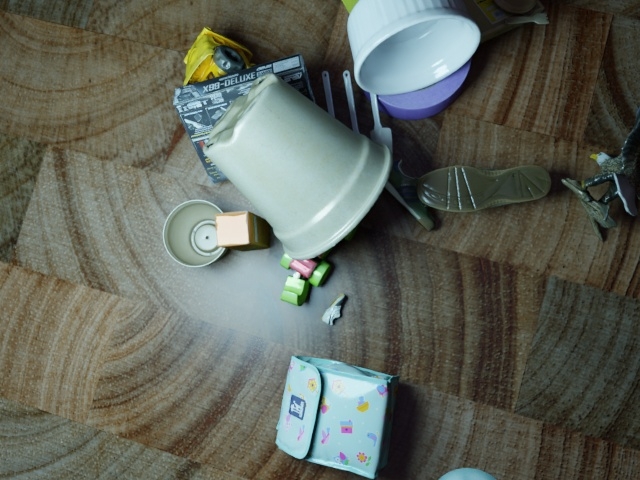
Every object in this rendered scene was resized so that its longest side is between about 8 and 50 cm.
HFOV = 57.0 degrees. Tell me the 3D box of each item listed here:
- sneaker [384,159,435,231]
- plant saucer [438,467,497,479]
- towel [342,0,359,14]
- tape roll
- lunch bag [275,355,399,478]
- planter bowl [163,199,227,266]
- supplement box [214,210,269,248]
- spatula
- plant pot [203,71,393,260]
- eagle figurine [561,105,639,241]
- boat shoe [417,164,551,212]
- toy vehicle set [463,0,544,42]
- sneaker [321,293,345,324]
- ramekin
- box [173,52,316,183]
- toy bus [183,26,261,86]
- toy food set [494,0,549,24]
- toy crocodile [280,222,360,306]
[{"bbox_3d":[0.225,-0.116,1.424,0.086,0.064,0.192,-44,78,5],"label":"sneaker"},{"bbox_3d":[0.342,0.623,1.344,0.195,0.037,0.194,-1,83,6],"label":"plant saucer"},{"bbox_3d":[0.177,-0.636,1.493,0.237,0.021,0.102,-29,77,13],"label":"towel"},{"bbox_3d":[0.227,-0.441,1.449,0.275,0.090,0.274,-1,84,7],"label":"tape roll"},{"bbox_3d":[0.030,0.391,1.348,0.262,0.160,0.223,9,88,19],"label":"lunch bag"},{"bbox_3d":[-0.290,-0.012,1.451,0.162,0.109,0.162,-1,84,7],"label":"planter bowl"},{"bbox_3d":[-0.177,-0.018,1.376,0.078,0.233,0.080,-6,88,6],"label":"supplement box"},{"bbox_3d":[0.085,-0.302,1.435,0.168,0.019,0.241,-4,98,31],"label":"spatula"},{"bbox_3d":[-0.069,-0.179,1.276,0.305,0.334,0.334,40,89,-24],"label":"plant pot"},{"bbox_3d":[0.699,-0.175,1.318,0.298,0.226,0.225,-38,61,6],"label":"eagle figurine"},{"bbox_3d":[0.377,-0.121,1.390,0.303,0.098,0.109,-5,87,2],"label":"boat shoe"},{"bbox_3d":[0.393,-0.568,1.415,0.267,0.035,0.166,-29,80,-23],"label":"toy vehicle set"},{"bbox_3d":[0.038,0.168,1.436,0.037,0.032,0.083,38,94,-5],"label":"sneaker"},{"bbox_3d":[0.191,-0.447,1.277,0.277,0.277,0.135,-17,75,5],"label":"ramekin"},{"bbox_3d":[-0.158,-0.282,1.405,0.308,0.242,0.076,-15,44,5],"label":"box"},{"bbox_3d":[-0.228,-0.428,1.470,0.149,0.220,0.211,-44,45,34],"label":"toy bus"},{"bbox_3d":[0.462,-0.590,1.406,0.133,0.038,0.192,-7,77,-10],"label":"toy food set"},{"bbox_3d":[0.000,0.000,1.418,0.115,0.105,0.340,32,88,9],"label":"toy crocodile"}]
